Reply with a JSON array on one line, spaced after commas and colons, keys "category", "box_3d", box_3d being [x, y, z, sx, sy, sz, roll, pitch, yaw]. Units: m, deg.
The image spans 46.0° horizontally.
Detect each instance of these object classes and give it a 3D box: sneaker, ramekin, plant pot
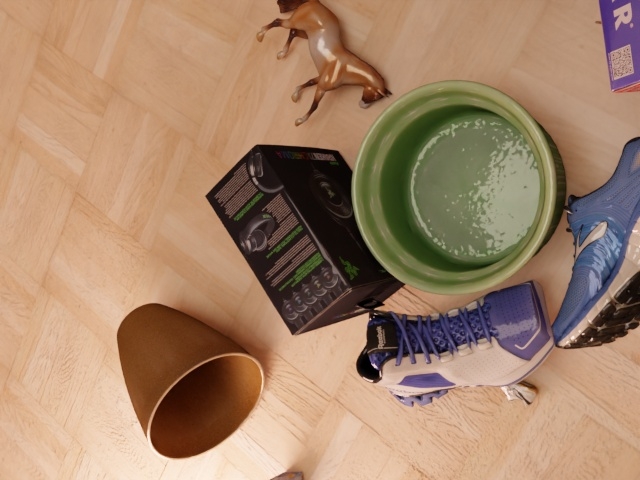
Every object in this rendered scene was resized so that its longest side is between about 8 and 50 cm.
[{"category": "sneaker", "box_3d": [0.404, 0.008, 1.040, 0.147, 0.130, 0.329, 48, 124, 45]}, {"category": "ramekin", "box_3d": [0.213, -0.076, 1.119, 0.304, 0.148, 0.303, 3, 95, 31]}, {"category": "sneaker", "box_3d": [0.289, 0.228, 1.161, 0.083, 0.032, 0.036, 25, 105, 28]}, {"category": "sneaker", "box_3d": [0.170, 0.157, 1.110, 0.316, 0.182, 0.127, -32, 52, 36]}, {"category": "plant pot", "box_3d": [-0.273, 0.234, 1.408, 0.254, 0.237, 0.237, 39, 112, 38]}]

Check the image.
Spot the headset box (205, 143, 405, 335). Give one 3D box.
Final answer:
[{"category": "headset box", "box_3d": [0.000, 0.000, 1.195, 0.131, 0.246, 0.283, -41, 72, 27]}]

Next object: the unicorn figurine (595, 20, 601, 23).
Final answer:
[{"category": "unicorn figurine", "box_3d": [0.469, -0.289, 1.008, 0.162, 0.060, 0.111, -35, 75, 12]}]

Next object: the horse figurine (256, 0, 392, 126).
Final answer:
[{"category": "horse figurine", "box_3d": [-0.008, -0.322, 1.285, 0.175, 0.066, 0.263, -27, 82, 36]}]

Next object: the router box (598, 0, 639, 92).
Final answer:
[{"category": "router box", "box_3d": [0.463, -0.352, 0.873, 0.082, 0.301, 0.335, 171, 92, -72]}]

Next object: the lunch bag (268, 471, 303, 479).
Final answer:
[{"category": "lunch bag", "box_3d": [-0.068, 0.462, 1.364, 0.053, 0.083, 0.071, -12, 88, 31]}]
